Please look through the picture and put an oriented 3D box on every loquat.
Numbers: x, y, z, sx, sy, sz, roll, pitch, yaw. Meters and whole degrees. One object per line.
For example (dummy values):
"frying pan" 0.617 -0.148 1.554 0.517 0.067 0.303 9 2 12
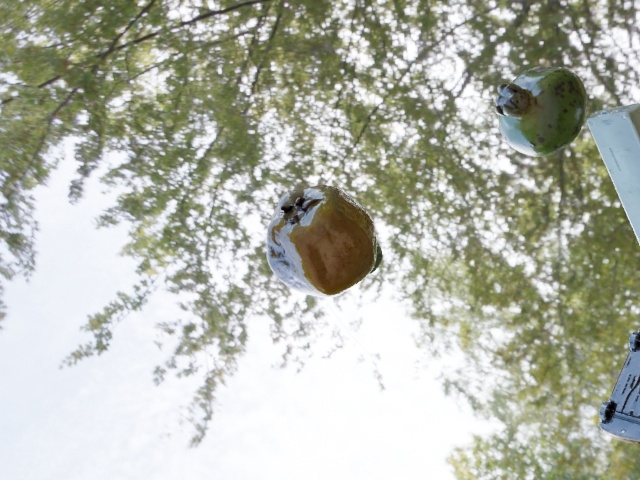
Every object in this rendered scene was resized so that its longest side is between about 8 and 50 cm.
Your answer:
"loquat" 0.000 0.000 0.730 0.137 0.137 0.113 50 -146 -31

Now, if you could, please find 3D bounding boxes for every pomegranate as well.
"pomegranate" 0.469 -0.290 1.397 0.248 0.202 0.202 9 -84 -42
"pomegranate" 0.066 0.026 1.115 0.084 0.073 0.073 10 -85 -30

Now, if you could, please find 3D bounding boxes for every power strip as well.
"power strip" 0.626 -0.094 1.227 0.043 0.106 0.367 -33 -77 -16

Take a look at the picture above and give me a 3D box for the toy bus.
"toy bus" 0.508 0.229 0.979 0.088 0.083 0.194 45 -112 -30
